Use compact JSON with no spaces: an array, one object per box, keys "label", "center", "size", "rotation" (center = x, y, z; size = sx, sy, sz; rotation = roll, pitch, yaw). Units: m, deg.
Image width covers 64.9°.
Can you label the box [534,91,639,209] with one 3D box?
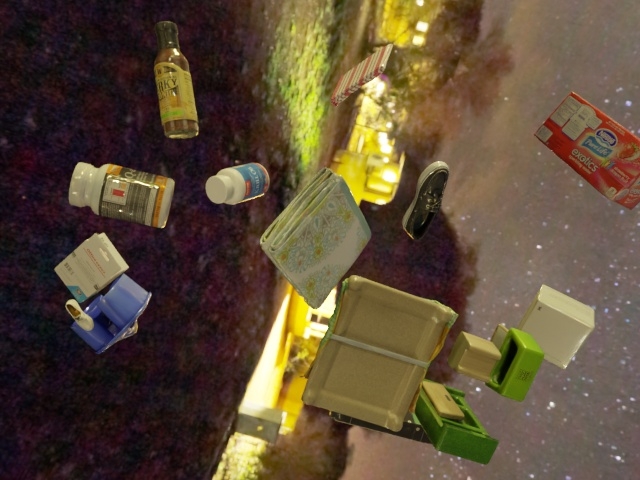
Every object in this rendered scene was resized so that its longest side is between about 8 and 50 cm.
[{"label":"box","center":[0.633,-0.204,1.136],"size":[0.128,0.122,0.257],"rotation":[-55,-135,28]}]

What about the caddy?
[{"label":"caddy","center":[-0.732,0.269,1.814],"size":[0.241,0.179,0.341],"rotation":[-43,-164,0]}]

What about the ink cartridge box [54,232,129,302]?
[{"label":"ink cartridge box","center":[-0.528,0.057,1.185],"size":[0.180,0.104,0.060],"rotation":[-32,-176,27]}]

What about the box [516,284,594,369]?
[{"label":"box","center":[0.425,0.156,0.918],"size":[0.087,0.101,0.102],"rotation":[-27,142,-59]}]

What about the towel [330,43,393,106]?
[{"label":"towel","center":[0.117,-0.465,1.416],"size":[0.197,0.029,0.144],"rotation":[-24,-146,38]}]

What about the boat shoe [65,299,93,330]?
[{"label":"boat shoe","center":[-0.649,0.205,1.354],"size":[0.100,0.035,0.035],"rotation":[62,-4,-15]}]

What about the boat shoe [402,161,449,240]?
[{"label":"boat shoe","center":[0.277,-0.093,1.299],"size":[0.076,0.080,0.228],"rotation":[-110,-147,-42]}]

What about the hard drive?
[{"label":"hard drive","center":[0.198,0.548,1.657],"size":[0.237,0.338,0.064],"rotation":[-87,-169,-81]}]

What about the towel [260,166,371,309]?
[{"label":"towel","center":[0.000,0.000,1.543],"size":[0.320,0.090,0.374],"rotation":[-50,140,-15]}]

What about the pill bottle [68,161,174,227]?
[{"label":"pill bottle","center":[-0.599,-0.141,1.534],"size":[0.162,0.278,0.162],"rotation":[-167,-90,-74]}]

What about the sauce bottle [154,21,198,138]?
[{"label":"sauce bottle","center":[-0.456,-0.494,1.560],"size":[0.111,0.111,0.344],"rotation":[5,75,-86]}]

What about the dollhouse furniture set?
[{"label":"dollhouse furniture set","center":[0.130,0.167,0.743],"size":[0.151,0.301,0.198],"rotation":[-112,-137,-77]}]

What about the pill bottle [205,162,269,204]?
[{"label":"pill bottle","center":[-0.284,-0.191,1.722],"size":[0.221,0.124,0.124],"rotation":[-30,139,-56]}]
